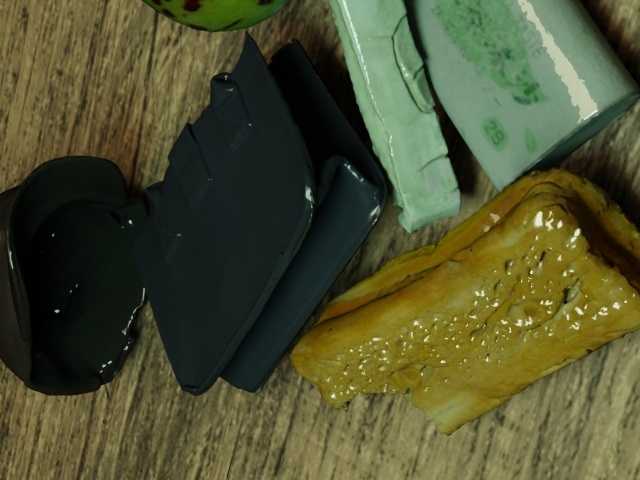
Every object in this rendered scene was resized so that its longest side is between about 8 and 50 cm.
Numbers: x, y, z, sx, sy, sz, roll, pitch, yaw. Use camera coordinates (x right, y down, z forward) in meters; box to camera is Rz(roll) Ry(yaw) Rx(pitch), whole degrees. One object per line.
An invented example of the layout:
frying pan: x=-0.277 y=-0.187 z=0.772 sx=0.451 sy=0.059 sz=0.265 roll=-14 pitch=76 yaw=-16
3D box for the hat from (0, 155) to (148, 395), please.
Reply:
hat: x=-0.322 y=0.006 z=1.844 sx=0.209 sy=0.238 sz=0.336 roll=25 pitch=155 yaw=22

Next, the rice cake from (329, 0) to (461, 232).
rice cake: x=0.057 y=-0.167 z=1.572 sx=0.063 sy=0.066 sz=0.336 roll=-138 pitch=27 yaw=-68

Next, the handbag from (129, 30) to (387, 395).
handbag: x=-0.074 y=-0.031 z=1.716 sx=0.325 sy=0.118 sz=0.269 roll=-54 pitch=48 yaw=38

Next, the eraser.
eraser: x=0.169 y=-0.180 z=1.564 sx=0.174 sy=0.081 sz=0.227 roll=-42 pitch=74 yaw=41

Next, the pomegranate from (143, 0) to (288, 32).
pomegranate: x=-0.069 y=-0.318 z=1.622 sx=0.306 sy=0.242 sz=0.242 roll=4 pitch=103 yaw=23

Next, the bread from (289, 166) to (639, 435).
bread: x=0.148 y=0.077 z=1.617 sx=0.185 sy=0.109 sz=0.380 roll=45 pitch=131 yaw=-14
